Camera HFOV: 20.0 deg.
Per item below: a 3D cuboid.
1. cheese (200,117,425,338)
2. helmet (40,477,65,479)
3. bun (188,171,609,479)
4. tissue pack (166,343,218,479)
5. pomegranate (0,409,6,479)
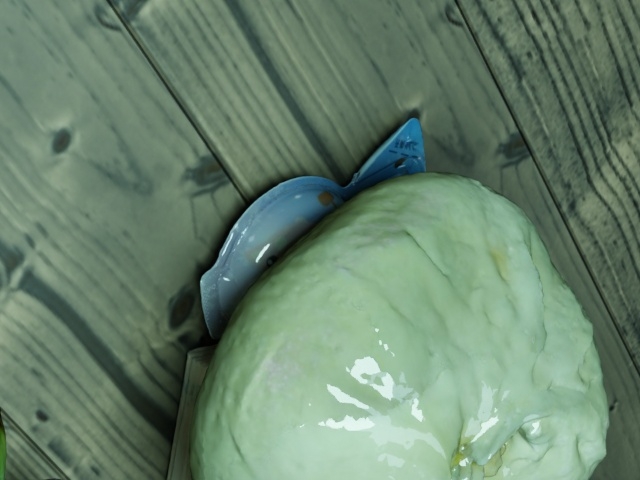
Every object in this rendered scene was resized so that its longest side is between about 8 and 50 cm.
[{"bbox_3d":[0.000,0.000,1.448,0.245,0.052,0.135,-31,129,-31],"label":"cheese"},{"bbox_3d":[-0.232,0.220,1.321,0.098,0.070,0.123,16,92,-54],"label":"helmet"},{"bbox_3d":[0.078,0.125,1.377,0.361,0.213,0.361,-15,112,-41],"label":"bun"},{"bbox_3d":[-0.056,0.238,1.503,0.170,0.071,0.325,-5,114,-41],"label":"tissue pack"},{"bbox_3d":[-0.310,0.134,1.137,0.225,0.187,0.187,-13,124,-6],"label":"pomegranate"}]
